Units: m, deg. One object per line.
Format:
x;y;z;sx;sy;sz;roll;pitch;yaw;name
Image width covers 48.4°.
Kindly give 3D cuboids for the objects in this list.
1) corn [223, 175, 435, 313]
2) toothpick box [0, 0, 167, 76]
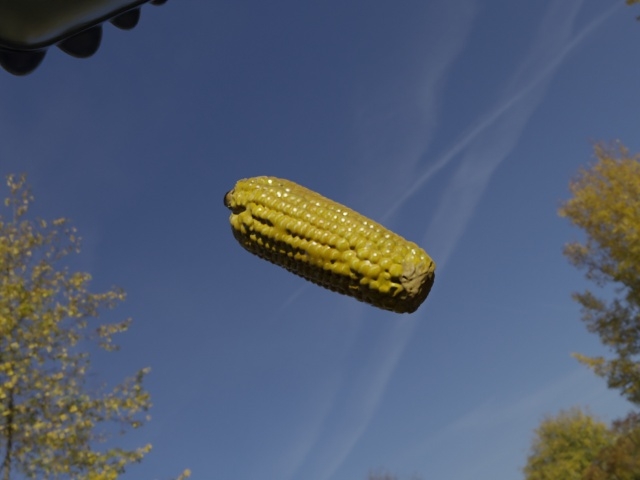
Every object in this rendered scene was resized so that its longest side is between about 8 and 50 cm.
0.000;0.000;0.758;0.097;0.262;0.097;-40;-36;-39;corn
-0.245;-0.319;0.688;0.355;0.263;0.263;-36;-31;-25;toothpick box
